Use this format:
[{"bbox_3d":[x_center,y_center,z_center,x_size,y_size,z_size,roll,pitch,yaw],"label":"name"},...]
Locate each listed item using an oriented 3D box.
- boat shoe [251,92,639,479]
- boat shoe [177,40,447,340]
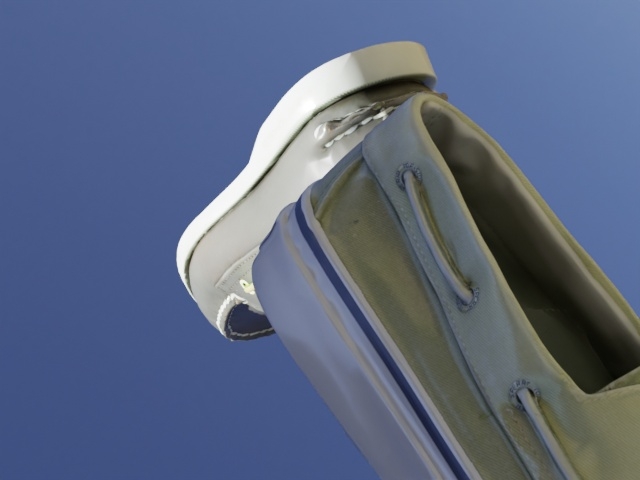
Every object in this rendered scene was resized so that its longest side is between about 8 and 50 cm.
[{"bbox_3d":[0.089,0.076,0.501,0.302,0.094,0.109,49,-149,22],"label":"boat shoe"},{"bbox_3d":[-0.004,0.001,0.882,0.109,0.305,0.091,-16,-109,-26],"label":"boat shoe"}]
